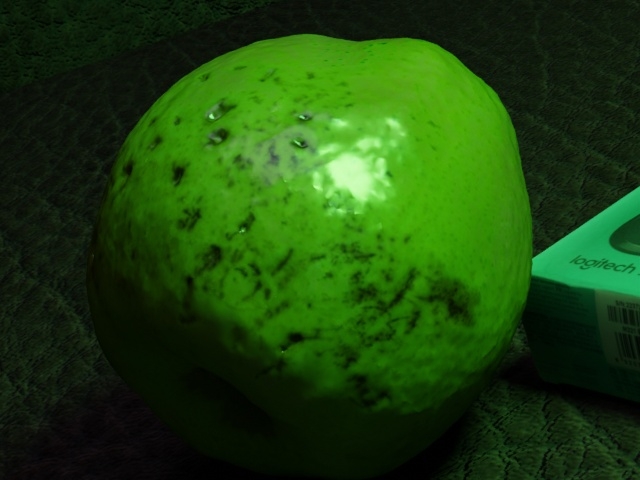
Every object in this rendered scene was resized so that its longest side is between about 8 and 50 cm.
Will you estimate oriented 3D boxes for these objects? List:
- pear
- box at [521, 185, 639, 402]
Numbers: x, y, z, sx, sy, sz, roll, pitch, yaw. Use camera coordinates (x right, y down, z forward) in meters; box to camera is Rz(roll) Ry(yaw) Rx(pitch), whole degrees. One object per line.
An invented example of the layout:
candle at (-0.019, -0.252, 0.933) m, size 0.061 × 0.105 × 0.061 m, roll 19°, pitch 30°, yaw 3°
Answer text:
pear at (0.000, 0.000, 1.509) m, size 0.391 × 0.391 × 0.391 m, roll -14°, pitch 22°, yaw 6°
box at (0.345, 0.019, 1.561) m, size 0.311 × 0.118 × 0.205 m, roll -31°, pitch 27°, yaw -31°
